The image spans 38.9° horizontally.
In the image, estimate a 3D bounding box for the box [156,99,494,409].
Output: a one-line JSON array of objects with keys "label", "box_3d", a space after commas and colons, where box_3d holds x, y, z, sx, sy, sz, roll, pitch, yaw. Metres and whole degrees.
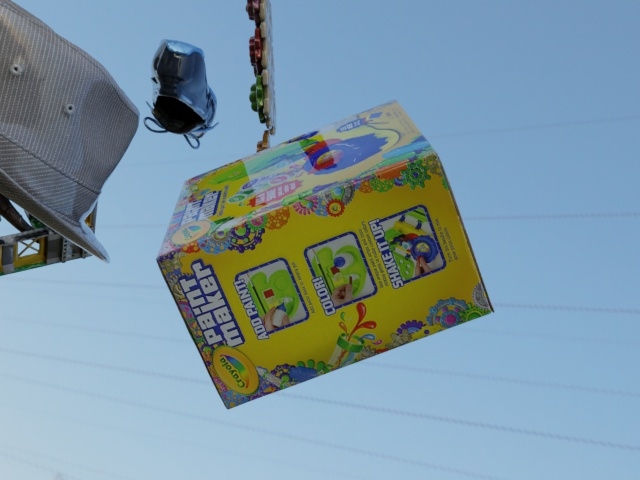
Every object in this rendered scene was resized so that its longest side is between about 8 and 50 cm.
[{"label": "box", "box_3d": [0.000, 0.000, 0.977, 0.290, 0.279, 0.177, -101, 169, -72]}]

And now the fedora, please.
[{"label": "fedora", "box_3d": [-0.242, -0.114, 0.727, 0.275, 0.124, 0.244, 40, -3, -31]}]

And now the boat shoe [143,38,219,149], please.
[{"label": "boat shoe", "box_3d": [-0.205, -0.188, 1.258, 0.109, 0.089, 0.258, 10, -14, 5]}]

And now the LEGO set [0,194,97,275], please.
[{"label": "LEGO set", "box_3d": [-0.376, -0.110, 0.980, 0.331, 0.255, 0.192, 60, -35, 39]}]

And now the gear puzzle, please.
[{"label": "gear puzzle", "box_3d": [-0.105, -0.268, 1.564, 0.044, 0.339, 0.175, -3, -3, 1]}]
